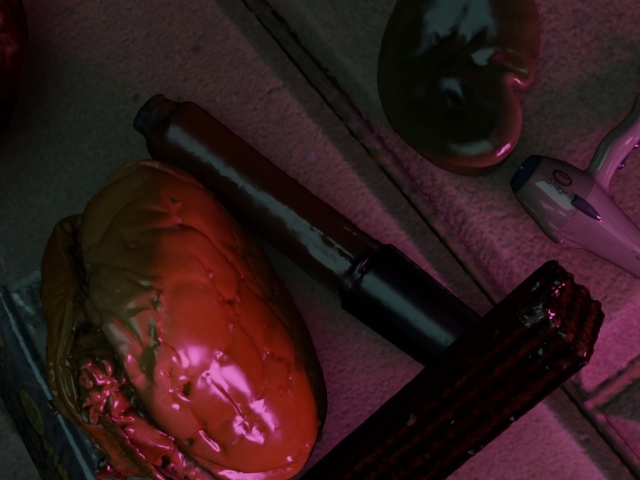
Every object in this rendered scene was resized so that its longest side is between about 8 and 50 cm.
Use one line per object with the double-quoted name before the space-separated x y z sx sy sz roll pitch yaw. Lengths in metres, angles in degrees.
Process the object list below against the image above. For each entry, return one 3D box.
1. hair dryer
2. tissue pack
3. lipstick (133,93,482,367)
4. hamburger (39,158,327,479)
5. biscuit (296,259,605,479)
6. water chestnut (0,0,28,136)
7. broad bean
"hair dryer" 0.289 -0.054 1.050 0.199 0.067 0.167 -40 93 -4
"tissue pack" -0.234 0.165 1.094 0.081 0.185 0.257 -26 86 -26
"lipstick" 0.000 0.000 1.089 0.418 0.077 0.077 37 99 7
"hamburger" -0.109 0.091 1.003 0.158 0.319 0.318 -30 86 15
"biscuit" 0.085 0.167 1.009 0.073 0.107 0.388 44 117 0
"water chestnut" -0.441 -0.179 1.051 0.335 0.347 0.335 1 101 7
"broad bean" 0.125 -0.160 1.068 0.153 0.072 0.206 -6 79 10
